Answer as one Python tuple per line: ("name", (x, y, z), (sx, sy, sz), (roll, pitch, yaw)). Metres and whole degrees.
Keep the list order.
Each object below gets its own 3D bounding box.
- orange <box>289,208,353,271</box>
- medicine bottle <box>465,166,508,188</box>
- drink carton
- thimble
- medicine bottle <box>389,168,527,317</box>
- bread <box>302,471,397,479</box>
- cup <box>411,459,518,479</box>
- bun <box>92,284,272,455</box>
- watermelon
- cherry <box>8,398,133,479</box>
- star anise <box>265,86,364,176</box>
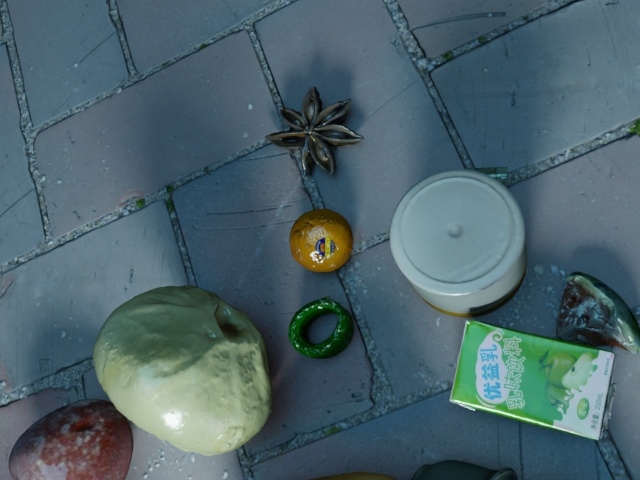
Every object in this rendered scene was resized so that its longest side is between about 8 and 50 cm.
("orange", (0.001, -0.002, 1.395), (0.136, 0.117, 0.135), (-3, 111, -8))
("medicine bottle", (0.341, -0.127, 1.363), (0.083, 0.047, 0.047), (0, 75, 17))
("drink carton", (0.381, 0.249, 1.202), (0.271, 0.108, 0.161), (12, 86, 19))
("thimble", (0.003, 0.179, 1.356), (0.118, 0.090, 0.130), (26, 85, 19))
("medicine bottle", (0.264, 0.010, 1.247), (0.238, 0.232, 0.237), (-5, 73, 15))
("bread", (-0.028, 0.570, 1.115), (0.376, 0.253, 0.347), (-27, 49, 47))
("cup", (0.235, 0.465, 1.172), (0.150, 0.199, 0.199), (17, 80, 39))
("bun", (-0.230, 0.216, 1.263), (0.364, 0.364, 0.202), (46, 111, 23))
("watermelon", (0.503, 0.148, 1.226), (0.139, 0.071, 0.187), (-39, 68, 8))
("cherry", (-0.517, 0.464, 1.373), (0.236, 0.213, 0.285), (33, 62, 3))
("star anise", (-0.005, -0.249, 1.491), (0.197, 0.073, 0.212), (-45, 70, 5))
